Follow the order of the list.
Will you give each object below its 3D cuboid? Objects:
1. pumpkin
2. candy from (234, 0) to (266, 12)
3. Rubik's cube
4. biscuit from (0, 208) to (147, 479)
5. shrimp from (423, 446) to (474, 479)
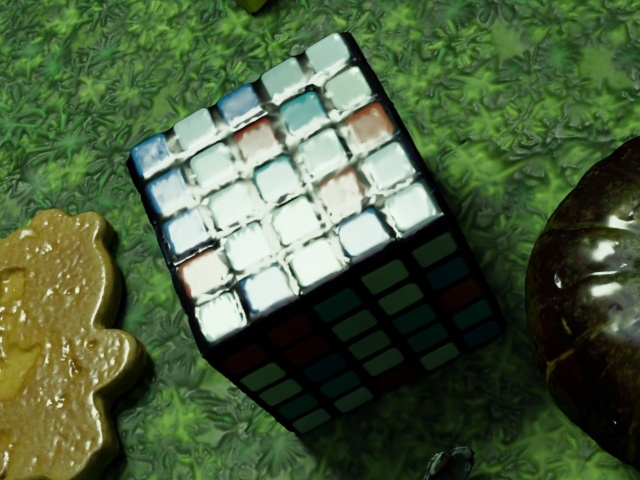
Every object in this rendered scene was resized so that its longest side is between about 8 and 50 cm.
[{"bbox_3d":[0.241,0.037,0.773,0.238,0.159,0.238,-9,58,14],"label":"pumpkin"},{"bbox_3d":[-0.024,-0.349,1.108,0.276,0.088,0.146,-46,60,-3],"label":"candy"},{"bbox_3d":[0.000,0.000,0.870,0.182,0.187,0.184,-28,60,6],"label":"Rubik's cube"},{"bbox_3d":[-0.227,0.089,1.003,0.184,0.035,0.249,-15,60,13],"label":"biscuit"},{"bbox_3d":[0.118,0.217,0.802,0.082,0.076,0.174,-7,48,-28],"label":"shrimp"}]
